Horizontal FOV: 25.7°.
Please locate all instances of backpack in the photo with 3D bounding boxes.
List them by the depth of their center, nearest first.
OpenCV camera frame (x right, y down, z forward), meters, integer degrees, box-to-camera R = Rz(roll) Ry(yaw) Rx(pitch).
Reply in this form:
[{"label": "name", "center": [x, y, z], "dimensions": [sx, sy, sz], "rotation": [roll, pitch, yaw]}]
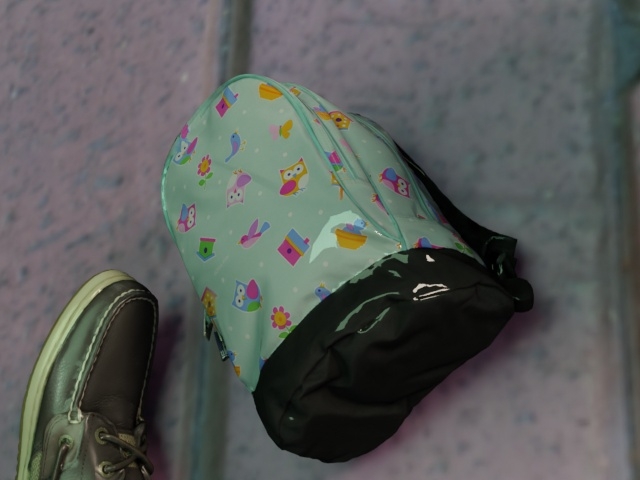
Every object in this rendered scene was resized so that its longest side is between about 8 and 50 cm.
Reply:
[{"label": "backpack", "center": [0.000, 0.000, 0.706], "dimensions": [0.152, 0.115, 0.182], "rotation": [-41, 52, 18]}]

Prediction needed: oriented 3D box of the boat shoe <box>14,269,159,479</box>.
[{"label": "boat shoe", "center": [-0.125, 0.130, 0.768], "dimensions": [0.073, 0.080, 0.224], "rotation": [18, 88, 32]}]
